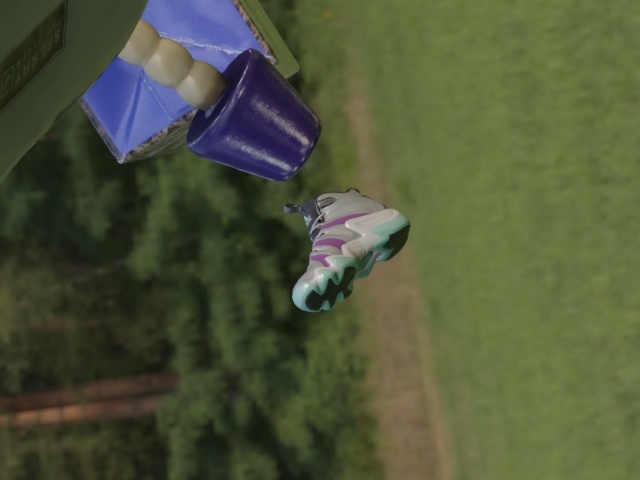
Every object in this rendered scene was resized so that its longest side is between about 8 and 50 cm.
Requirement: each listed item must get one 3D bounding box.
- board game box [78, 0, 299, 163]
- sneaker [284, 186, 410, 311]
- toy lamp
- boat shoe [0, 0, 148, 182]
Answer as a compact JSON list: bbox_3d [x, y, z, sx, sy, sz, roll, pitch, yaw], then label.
[{"bbox_3d":[-0.143,-0.198,1.456,0.232,0.141,0.291,57,-175,-2],"label":"board game box"},{"bbox_3d":[0.000,0.000,1.097,0.069,0.098,0.038,36,137,22],"label":"sneaker"},{"bbox_3d":[-0.121,-0.128,1.124,0.080,0.274,0.080,-49,17,20],"label":"toy lamp"},{"bbox_3d":[-0.150,-0.069,0.576,0.306,0.105,0.113,-58,-18,-54],"label":"boat shoe"}]
